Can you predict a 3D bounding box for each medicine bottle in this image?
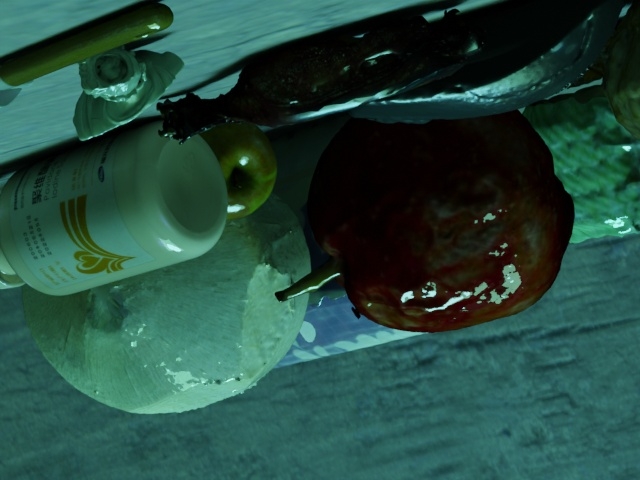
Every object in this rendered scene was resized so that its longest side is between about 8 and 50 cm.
[{"bbox_3d":[-0.201,-0.015,1.494,0.252,0.114,0.114,-16,179,34],"label":"medicine bottle"}]

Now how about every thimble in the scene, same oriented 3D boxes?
[{"bbox_3d":[0.299,-0.084,1.738,0.219,0.150,0.219,-17,-176,1],"label":"thimble"}]

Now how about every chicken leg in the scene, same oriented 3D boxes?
[{"bbox_3d":[-0.010,-0.107,1.246,0.253,0.051,0.106,-13,-175,25],"label":"chicken leg"}]

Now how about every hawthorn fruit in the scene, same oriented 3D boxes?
[{"bbox_3d":[0.080,-0.014,1.606,0.266,0.230,0.210,-33,-172,4],"label":"hawthorn fruit"}]

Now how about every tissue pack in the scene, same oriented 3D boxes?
[{"bbox_3d":[0.000,0.000,1.864,0.344,0.242,0.125,-17,139,30],"label":"tissue pack"}]

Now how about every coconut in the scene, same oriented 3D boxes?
[{"bbox_3d":[-0.137,0.039,1.665,0.245,0.245,0.247,-16,-175,17],"label":"coconut"}]

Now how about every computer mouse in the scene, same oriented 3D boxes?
[{"bbox_3d":[0.121,-0.127,1.344,0.217,0.073,0.122,-14,180,10],"label":"computer mouse"}]

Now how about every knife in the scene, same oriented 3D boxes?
[{"bbox_3d":[-0.173,-0.080,0.974,0.256,0.022,0.046,-16,-177,33],"label":"knife"}]

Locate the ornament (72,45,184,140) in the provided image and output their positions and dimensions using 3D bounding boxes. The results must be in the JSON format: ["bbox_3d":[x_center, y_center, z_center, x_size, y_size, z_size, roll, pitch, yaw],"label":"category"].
[{"bbox_3d":[-0.110,-0.086,1.020,0.068,0.041,0.092,-36,178,-23],"label":"ornament"}]

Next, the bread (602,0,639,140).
[{"bbox_3d":[0.337,-0.159,1.496,0.230,0.123,0.230,-15,174,-2],"label":"bread"}]

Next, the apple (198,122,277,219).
[{"bbox_3d":[-0.081,-0.062,1.550,0.090,0.089,0.074,-15,-149,-7],"label":"apple"}]

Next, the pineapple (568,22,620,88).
[{"bbox_3d":[0.257,-0.171,1.760,0.221,0.047,0.221,-15,180,0],"label":"pineapple"}]
